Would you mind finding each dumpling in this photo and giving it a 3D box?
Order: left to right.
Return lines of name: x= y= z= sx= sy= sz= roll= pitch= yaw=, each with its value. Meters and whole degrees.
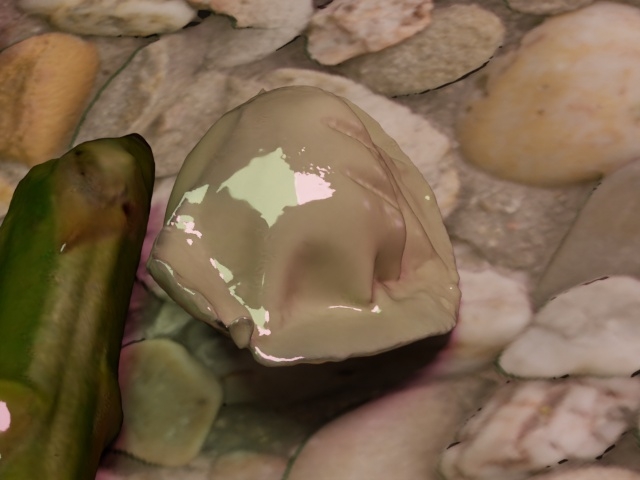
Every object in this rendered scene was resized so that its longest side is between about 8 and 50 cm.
dumpling: x=0.002 y=-0.003 z=0.743 sx=0.155 sy=0.111 sz=0.181 roll=35 pitch=65 yaw=8

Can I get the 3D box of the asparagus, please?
asparagus: x=-0.131 y=0.067 z=0.725 sx=0.085 sy=0.082 sz=0.343 roll=20 pitch=42 yaw=-13
